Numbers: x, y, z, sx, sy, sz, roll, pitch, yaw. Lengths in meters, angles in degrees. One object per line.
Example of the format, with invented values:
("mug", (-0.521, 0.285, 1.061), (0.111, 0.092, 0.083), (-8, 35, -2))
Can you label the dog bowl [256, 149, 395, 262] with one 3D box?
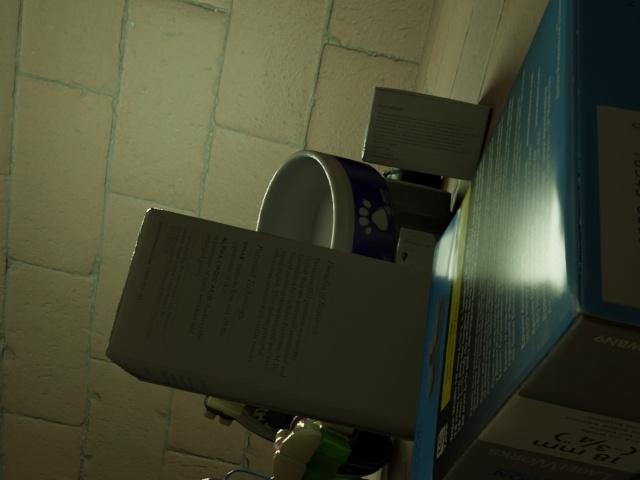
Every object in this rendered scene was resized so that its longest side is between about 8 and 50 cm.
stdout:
("dog bowl", (0.000, 0.000, 1.198), (0.265, 0.104, 0.264), (-24, 61, 57))

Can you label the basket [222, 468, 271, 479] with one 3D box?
("basket", (-0.041, 0.518, 1.236), (0.201, 0.289, 0.254), (99, -176, -78))

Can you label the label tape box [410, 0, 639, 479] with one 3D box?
("label tape box", (0.151, 0.027, 0.508), (0.333, 0.106, 0.240), (101, -179, -58))

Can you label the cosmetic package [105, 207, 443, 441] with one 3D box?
("cosmetic package", (-0.003, 0.105, 0.818), (0.217, 0.385, 0.156), (111, 171, -73))

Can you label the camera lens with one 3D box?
("camera lens", (0.099, 0.031, 1.347), (0.219, 0.219, 0.274), (-74, -4, -83))

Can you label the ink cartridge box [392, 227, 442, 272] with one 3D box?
("ink cartridge box", (0.147, 0.080, 1.098), (0.060, 0.104, 0.180), (104, 178, -59))

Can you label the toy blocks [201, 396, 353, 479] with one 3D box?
("toy blocks", (-0.019, 0.264, 1.074), (0.260, 0.309, 0.288), (-128, 63, -82))

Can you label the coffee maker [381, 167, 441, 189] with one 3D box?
("coffee maker", (0.172, -0.059, 1.561), (0.171, 0.120, 0.178), (103, 179, -76))

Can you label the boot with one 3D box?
("boot", (0.056, 0.286, 1.333), (0.284, 0.377, 0.138), (-28, 37, 39))

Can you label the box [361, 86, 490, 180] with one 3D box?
("box", (0.163, -0.177, 1.263), (0.181, 0.182, 0.119), (-74, -6, -78))

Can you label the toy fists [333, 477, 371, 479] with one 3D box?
("toy fists", (0.052, 0.451, 1.537), (0.096, 0.142, 0.279), (101, -179, -51))
